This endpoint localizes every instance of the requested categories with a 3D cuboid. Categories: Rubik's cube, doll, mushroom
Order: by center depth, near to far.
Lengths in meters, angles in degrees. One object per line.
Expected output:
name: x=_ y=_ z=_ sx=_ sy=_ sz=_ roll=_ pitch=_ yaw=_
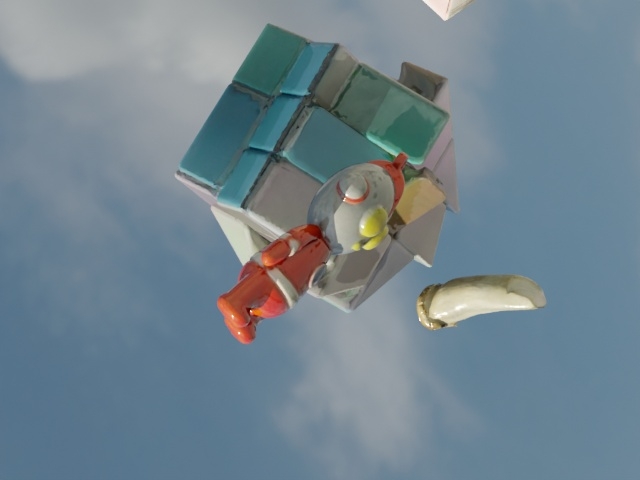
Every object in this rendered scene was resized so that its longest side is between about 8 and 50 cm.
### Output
doll: x=0.000 y=0.000 z=1.497 sx=0.076 sy=0.245 sz=0.142 roll=46 pitch=167 yaw=17
mushroom: x=0.225 y=0.083 z=2.163 sx=0.084 sy=0.209 sz=0.071 roll=-11 pitch=-90 yaw=-44
Rubik's cube: x=0.005 y=-0.101 z=2.252 sx=0.387 sy=0.358 sz=0.368 roll=-58 pitch=-36 yaw=-4

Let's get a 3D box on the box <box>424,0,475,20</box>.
box: x=0.142 y=-0.286 z=1.535 sx=0.125 sy=0.043 sz=0.089 roll=-37 pitch=-110 yaw=-23
